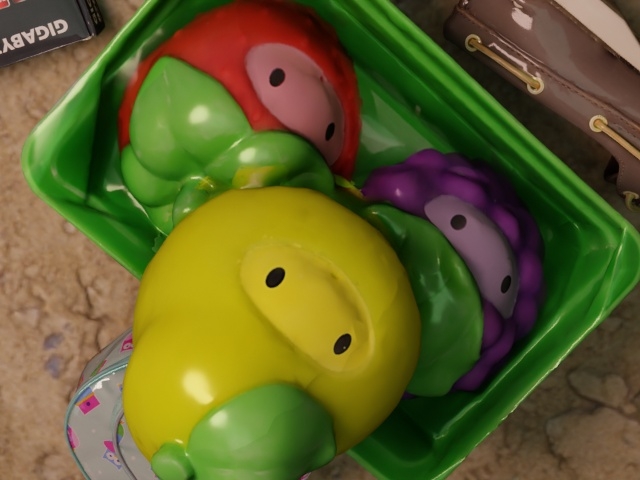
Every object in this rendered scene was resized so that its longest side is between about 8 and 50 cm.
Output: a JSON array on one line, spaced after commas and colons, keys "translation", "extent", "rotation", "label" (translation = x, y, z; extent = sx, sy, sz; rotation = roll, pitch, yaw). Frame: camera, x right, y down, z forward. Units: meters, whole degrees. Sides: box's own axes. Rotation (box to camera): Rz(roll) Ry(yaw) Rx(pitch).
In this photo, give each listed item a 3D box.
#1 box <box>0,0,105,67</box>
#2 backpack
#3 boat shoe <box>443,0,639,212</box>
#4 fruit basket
[{"translation": [-0.288, -0.198, 1.002], "extent": [0.220, 0.051, 0.175], "rotation": [-17, 107, 7], "label": "box"}, {"translation": [-0.097, 0.134, 1.059], "extent": [0.188, 0.144, 0.166], "rotation": [-29, 109, 13], "label": "backpack"}, {"translation": [0.232, -0.080, 0.995], "extent": [0.324, 0.116, 0.097], "rotation": [41, 110, -7], "label": "boat shoe"}, {"translation": [0.000, 0.000, 0.888], "extent": [0.392, 0.392, 0.283], "rotation": [41, 100, -11], "label": "fruit basket"}]
